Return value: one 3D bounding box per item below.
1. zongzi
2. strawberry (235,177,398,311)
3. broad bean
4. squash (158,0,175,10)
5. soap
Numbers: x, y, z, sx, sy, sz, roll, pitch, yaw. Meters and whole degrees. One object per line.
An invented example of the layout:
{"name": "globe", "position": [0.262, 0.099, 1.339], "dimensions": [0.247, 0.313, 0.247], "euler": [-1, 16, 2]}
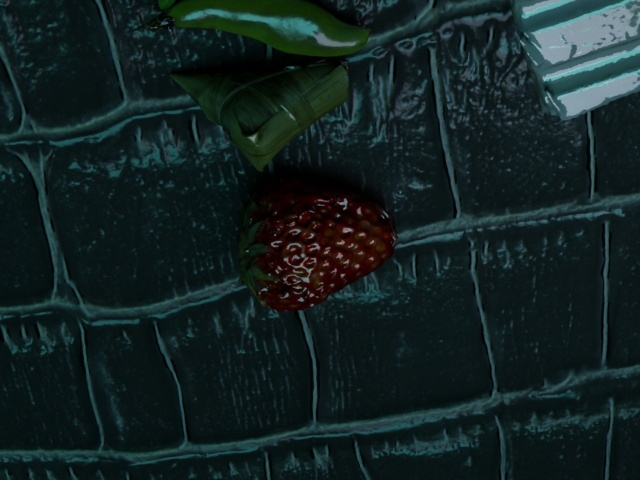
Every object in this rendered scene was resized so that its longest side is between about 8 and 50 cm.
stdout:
{"name": "zongzi", "position": [-0.078, -0.228, 1.793], "dimensions": [0.205, 0.204, 0.094], "euler": [-38, 150, -18]}
{"name": "strawberry", "position": [0.000, 0.000, 1.898], "dimensions": [0.244, 0.205, 0.205], "euler": [-6, 130, -16]}
{"name": "broad bean", "position": [-0.089, -0.300, 1.727], "dimensions": [0.325, 0.067, 0.075], "euler": [5, 88, -4]}
{"name": "squash", "position": [-0.193, -0.345, 1.707], "dimensions": [0.027, 0.027, 0.089], "euler": [34, 121, -26]}
{"name": "soap", "position": [0.425, -0.401, 1.564], "dimensions": [0.435, 0.213, 0.350], "euler": [-19, 125, 13]}
